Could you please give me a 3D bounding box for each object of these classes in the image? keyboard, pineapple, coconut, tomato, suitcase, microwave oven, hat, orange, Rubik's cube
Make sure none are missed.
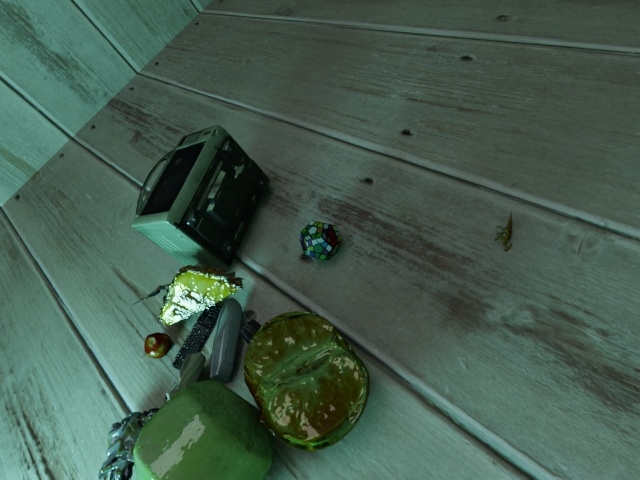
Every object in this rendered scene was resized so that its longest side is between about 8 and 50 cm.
[{"bbox_3d":[-0.389,0.304,1.476,0.072,0.023,0.231,12,64,33],"label":"keyboard"},{"bbox_3d":[-0.415,0.142,1.507,0.334,0.158,0.161,-32,25,18],"label":"pineapple"},{"bbox_3d":[-0.272,0.506,1.070,0.281,0.328,0.328,19,68,43],"label":"coconut"},{"bbox_3d":[-0.528,0.336,1.498,0.087,0.075,0.087,-13,55,19],"label":"tomato"},{"bbox_3d":[-0.168,0.284,1.320,0.059,0.086,0.126,-39,45,-22],"label":"suitcase"},{"bbox_3d":[-0.392,-0.141,1.597,0.247,0.333,0.394,0,58,35],"label":"microwave oven"},{"bbox_3d":[-0.367,0.449,1.308,0.164,0.219,0.226,39,41,8],"label":"hat"},{"bbox_3d":[-0.028,0.336,1.121,0.262,0.196,0.334,-41,45,-9],"label":"orange"},{"bbox_3d":[0.000,0.000,1.415,0.133,0.133,0.112,10,90,35],"label":"Rubik's cube"}]

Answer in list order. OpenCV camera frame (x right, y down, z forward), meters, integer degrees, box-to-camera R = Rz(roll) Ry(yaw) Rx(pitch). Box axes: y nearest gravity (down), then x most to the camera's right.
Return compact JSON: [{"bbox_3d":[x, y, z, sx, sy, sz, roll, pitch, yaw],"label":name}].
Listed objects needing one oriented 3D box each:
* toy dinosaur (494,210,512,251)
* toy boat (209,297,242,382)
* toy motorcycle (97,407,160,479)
[{"bbox_3d":[0.477,-0.025,1.211,0.041,0.026,0.113,2,67,24],"label":"toy dinosaur"},{"bbox_3d":[-0.283,0.290,1.391,0.085,0.078,0.260,-30,44,41],"label":"toy boat"},{"bbox_3d":[-0.556,0.577,1.334,0.152,0.073,0.225,7,52,24],"label":"toy motorcycle"}]
